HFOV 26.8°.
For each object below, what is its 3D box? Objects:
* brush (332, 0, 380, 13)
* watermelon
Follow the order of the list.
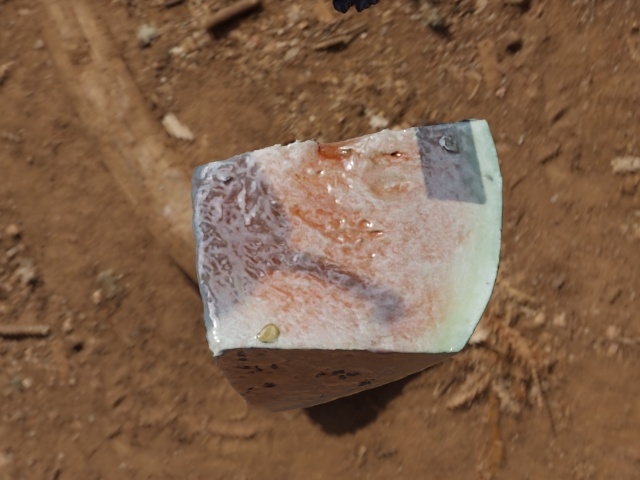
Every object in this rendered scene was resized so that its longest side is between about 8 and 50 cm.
[{"bbox_3d":[0.024,-0.244,0.933,0.043,0.248,0.036,-10,137,10],"label":"brush"},{"bbox_3d":[0.000,0.000,1.021,0.262,0.201,0.213,-19,62,32],"label":"watermelon"}]
